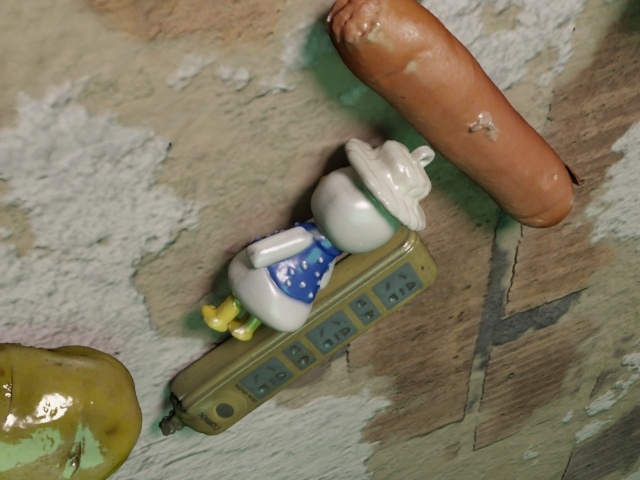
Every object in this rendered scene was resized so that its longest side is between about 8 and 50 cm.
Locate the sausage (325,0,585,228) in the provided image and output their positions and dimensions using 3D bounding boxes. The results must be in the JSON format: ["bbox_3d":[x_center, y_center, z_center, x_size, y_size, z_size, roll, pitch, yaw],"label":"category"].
[{"bbox_3d":[0.152,-0.119,0.787,0.419,0.094,0.094,32,70,-44],"label":"sausage"}]

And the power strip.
[{"bbox_3d":[-0.033,0.119,0.924,0.387,0.066,0.092,-35,135,4],"label":"power strip"}]

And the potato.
[{"bbox_3d":[-0.283,0.184,0.784,0.200,0.137,0.155,4,126,-31],"label":"potato"}]

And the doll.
[{"bbox_3d":[0.000,0.000,0.803,0.293,0.119,0.138,-41,145,17],"label":"doll"}]
